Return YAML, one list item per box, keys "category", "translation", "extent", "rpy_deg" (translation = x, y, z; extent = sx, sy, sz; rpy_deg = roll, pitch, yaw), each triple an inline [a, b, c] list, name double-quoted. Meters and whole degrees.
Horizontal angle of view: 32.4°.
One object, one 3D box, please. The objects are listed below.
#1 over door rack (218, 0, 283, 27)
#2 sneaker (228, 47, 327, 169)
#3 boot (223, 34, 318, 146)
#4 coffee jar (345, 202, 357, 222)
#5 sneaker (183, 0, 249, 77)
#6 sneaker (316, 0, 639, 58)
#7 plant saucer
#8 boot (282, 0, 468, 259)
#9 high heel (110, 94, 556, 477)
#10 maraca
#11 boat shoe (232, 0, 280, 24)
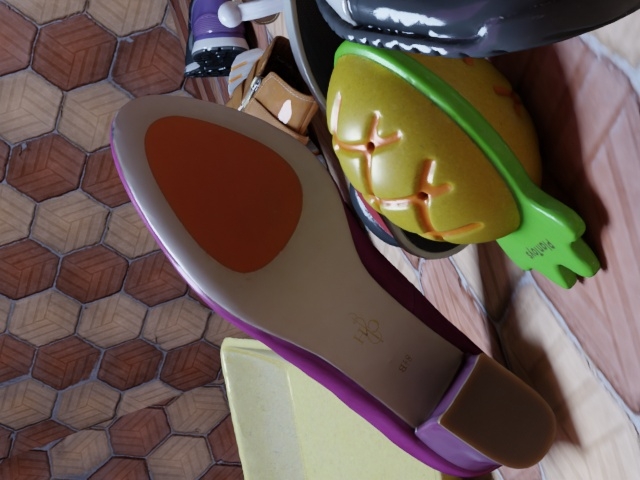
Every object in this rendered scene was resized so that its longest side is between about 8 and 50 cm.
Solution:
- category: "over door rack"
  translation: [-0.077, -0.313, 0.914]
  extent: [0.324, 0.108, 0.240]
  rpy_deg: [-129, 21, -61]
- category: "sneaker"
  translation: [-0.057, -0.142, 1.398]
  extent: [0.083, 0.084, 0.215]
  rpy_deg: [81, 168, -79]
- category: "boot"
  translation: [-0.095, -0.142, 1.270]
  extent: [0.220, 0.109, 0.283]
  rpy_deg: [-67, 31, 30]
- category: "coffee jar"
  translation: [0.016, 0.035, 1.241]
  extent: [0.079, 0.096, 0.184]
  rpy_deg: [-51, 50, 36]
- category: "sneaker"
  translation: [-0.155, -0.324, 1.683]
  extent: [0.283, 0.107, 0.124]
  rpy_deg: [171, 94, -79]
- category: "sneaker"
  translation: [0.027, -0.189, 0.452]
  extent: [0.330, 0.122, 0.146]
  rpy_deg: [-119, 10, -51]
- category: "plant saucer"
  translation: [0.043, 0.261, 1.172]
  extent: [0.332, 0.081, 0.333]
  rpy_deg: [-2, 100, 50]
- category: "boot"
  translation: [0.031, -0.104, 0.824]
  extent: [0.176, 0.088, 0.244]
  rpy_deg: [-154, 41, -82]
- category: "high heel"
  translation: [-0.005, 0.044, 0.810]
  extent: [0.377, 0.127, 0.181]
  rpy_deg: [44, 168, 0]
- category: "maraca"
  translation: [0.077, -0.042, 0.606]
  extent: [0.185, 0.099, 0.127]
  rpy_deg: [44, 172, 5]
- category: "boat shoe"
  translation: [-0.074, -0.302, 1.152]
  extent: [0.060, 0.064, 0.178]
  rpy_deg: [-117, 14, -51]
